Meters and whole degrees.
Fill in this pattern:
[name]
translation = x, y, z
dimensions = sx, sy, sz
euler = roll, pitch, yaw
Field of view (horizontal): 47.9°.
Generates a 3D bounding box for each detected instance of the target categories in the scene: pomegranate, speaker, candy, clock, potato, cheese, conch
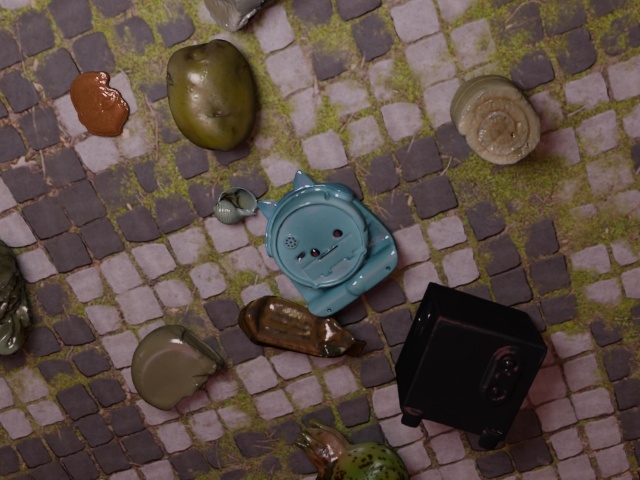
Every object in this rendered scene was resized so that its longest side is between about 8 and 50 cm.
[pomegranate]
translation = 0.068, 0.523, 1.600
dimensions = 0.222, 0.276, 0.204
euler = -42, 144, -3
[speaker]
translation = 0.289, 0.254, 1.469
dimensions = 0.232, 0.184, 0.253
euler = 18, 109, -4
[candy]
translation = -0.036, 0.190, 1.494
dimensions = 0.272, 0.143, 0.101
euler = 19, 72, -6
[clock]
translation = 0.000, 0.000, 1.431
dimensions = 0.224, 0.094, 0.274
euler = -39, 106, 14
[potato]
translation = -0.198, -0.261, 1.316
dimensions = 0.155, 0.137, 0.200
euler = -7, 109, 5
[cheese]
translation = -0.323, 0.278, 1.557
dimensions = 0.175, 0.091, 0.202
euler = 35, 110, -11
[conch]
translation = -0.173, -0.069, 1.434
dimensions = 0.085, 0.057, 0.076
euler = 1, 95, -29

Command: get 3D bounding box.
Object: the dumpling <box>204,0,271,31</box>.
[dumpling]
translation = -0.143, -0.510, 1.220
dimensions = 0.243, 0.175, 0.227
euler = -47, 73, 4

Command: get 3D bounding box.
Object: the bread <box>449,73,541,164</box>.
[bread]
translation = 0.316, -0.222, 1.304
dimensions = 0.148, 0.141, 0.134
euler = 33, 110, -10

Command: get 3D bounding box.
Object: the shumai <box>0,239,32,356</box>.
[shumai]
translation = -0.708, 0.133, 1.497
dimensions = 0.256, 0.189, 0.218
euler = -34, 125, -1

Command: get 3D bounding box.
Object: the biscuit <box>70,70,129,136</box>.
[biscuit]
translation = -0.427, -0.261, 1.391
dimensions = 0.102, 0.019, 0.130
euler = -20, 110, 11
